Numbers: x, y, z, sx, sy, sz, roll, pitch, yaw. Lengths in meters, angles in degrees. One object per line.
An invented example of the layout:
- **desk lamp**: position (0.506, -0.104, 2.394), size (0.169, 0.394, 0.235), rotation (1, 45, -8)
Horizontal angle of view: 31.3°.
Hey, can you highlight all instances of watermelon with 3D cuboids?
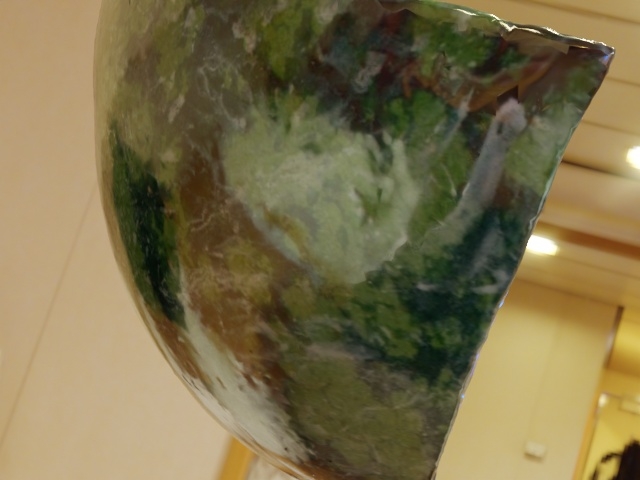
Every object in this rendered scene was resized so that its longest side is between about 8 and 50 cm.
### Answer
- **watermelon**: position (0.000, 0.000, 0.455), size (0.176, 0.260, 0.256), rotation (-3, 31, -35)
